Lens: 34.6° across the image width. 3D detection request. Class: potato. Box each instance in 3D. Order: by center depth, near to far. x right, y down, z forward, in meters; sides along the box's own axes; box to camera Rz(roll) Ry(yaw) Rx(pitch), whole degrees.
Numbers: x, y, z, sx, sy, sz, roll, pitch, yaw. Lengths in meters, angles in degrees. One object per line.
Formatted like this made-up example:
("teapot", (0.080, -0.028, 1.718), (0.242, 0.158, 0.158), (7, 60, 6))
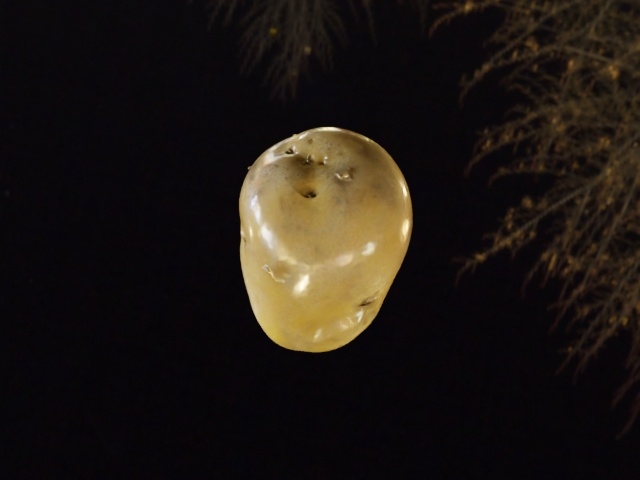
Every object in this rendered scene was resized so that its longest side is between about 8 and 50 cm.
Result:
("potato", (0.000, 0.000, 0.397), (0.068, 0.083, 0.062), (18, -151, 35))
